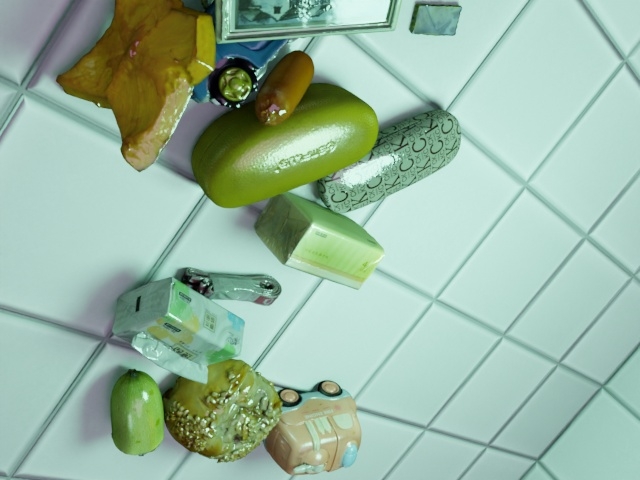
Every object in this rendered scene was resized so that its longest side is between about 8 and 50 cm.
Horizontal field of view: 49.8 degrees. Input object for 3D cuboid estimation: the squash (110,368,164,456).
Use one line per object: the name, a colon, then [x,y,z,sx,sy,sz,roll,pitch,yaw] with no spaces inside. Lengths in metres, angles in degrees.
squash: [-0.403,0.364,1.517,0.123,0.123,0.186,-9,120,-28]

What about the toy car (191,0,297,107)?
toy car: [-0.123,-0.353,1.152,0.314,0.198,0.166,-46,109,1]

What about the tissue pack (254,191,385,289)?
tissue pack: [0.000,0.000,1.483,0.234,0.159,0.125,22,107,-41]

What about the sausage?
sausage: [-0.064,-0.271,1.229,0.076,0.197,0.076,10,133,11]

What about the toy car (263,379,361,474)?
toy car: [-0.008,0.510,1.802,0.271,0.212,0.180,-5,123,-30]

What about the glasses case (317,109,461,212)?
glasses case: [0.155,-0.174,1.510,0.355,0.085,0.137,-26,131,-15]

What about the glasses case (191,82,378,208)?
glasses case: [-0.060,-0.188,1.325,0.371,0.141,0.173,-23,130,-18]

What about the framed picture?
framed picture: [-0.005,-0.386,0.990,0.296,0.019,0.232,-9,143,-14]

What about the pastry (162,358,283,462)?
pastry: [-0.221,0.413,1.636,0.255,0.162,0.311,-43,132,4]

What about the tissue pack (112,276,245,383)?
tissue pack: [-0.289,0.198,1.416,0.159,0.145,0.229,-20,142,26]

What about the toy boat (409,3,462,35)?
toy boat: [0.238,-0.453,1.415,0.115,0.016,0.063,-7,125,-28]

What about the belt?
belt: [-0.189,0.105,1.498,0.232,0.071,0.053,9,133,-34]

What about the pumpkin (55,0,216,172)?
pumpkin: [-0.275,-0.291,1.052,0.095,0.258,0.290,-1,127,-59]
